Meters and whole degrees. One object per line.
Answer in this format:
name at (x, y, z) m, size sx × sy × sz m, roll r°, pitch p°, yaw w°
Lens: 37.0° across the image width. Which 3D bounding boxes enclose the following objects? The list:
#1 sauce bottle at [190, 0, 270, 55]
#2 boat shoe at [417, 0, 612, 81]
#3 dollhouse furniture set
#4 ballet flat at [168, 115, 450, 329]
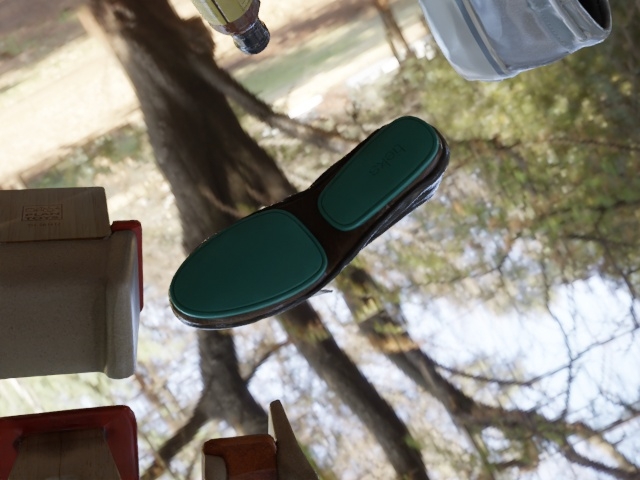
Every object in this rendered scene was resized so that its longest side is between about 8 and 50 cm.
sauce bottle at (-0.064, -0.160, 0.621) m, size 0.042 × 0.042 × 0.128 m, roll -29°, pitch 161°, yaw 3°
boat shoe at (0.058, -0.157, 0.363) m, size 0.081 × 0.227 × 0.079 m, roll -10°, pitch -131°, yaw 27°
dollhouse furniture set at (-0.142, 0.114, 0.526) m, size 0.261 × 0.259 × 0.135 m, roll -3°, pitch -158°, yaw -15°
ballet flat at (0.000, 0.000, 0.840) m, size 0.280 × 0.095 × 0.096 m, roll -33°, pitch 156°, yaw -6°
